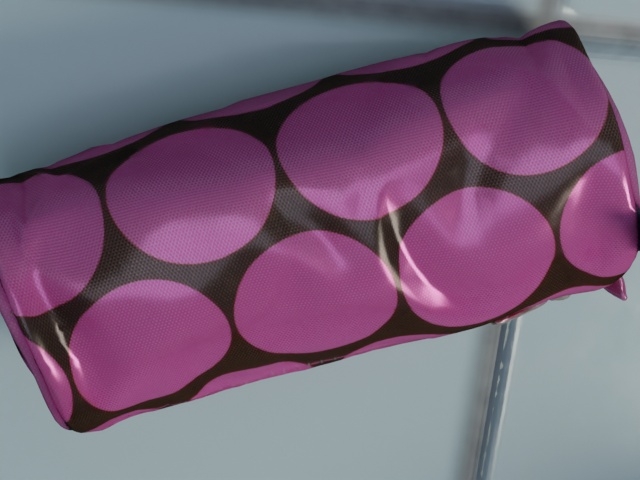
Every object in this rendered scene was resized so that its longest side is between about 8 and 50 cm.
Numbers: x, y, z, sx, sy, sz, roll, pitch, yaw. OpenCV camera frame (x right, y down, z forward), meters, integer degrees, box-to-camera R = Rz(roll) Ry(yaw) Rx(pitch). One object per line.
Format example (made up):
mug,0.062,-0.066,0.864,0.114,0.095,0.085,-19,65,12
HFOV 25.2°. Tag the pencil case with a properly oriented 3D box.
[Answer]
pencil case,0.000,0.000,0.470,0.209,0.095,0.098,-14,125,-3
